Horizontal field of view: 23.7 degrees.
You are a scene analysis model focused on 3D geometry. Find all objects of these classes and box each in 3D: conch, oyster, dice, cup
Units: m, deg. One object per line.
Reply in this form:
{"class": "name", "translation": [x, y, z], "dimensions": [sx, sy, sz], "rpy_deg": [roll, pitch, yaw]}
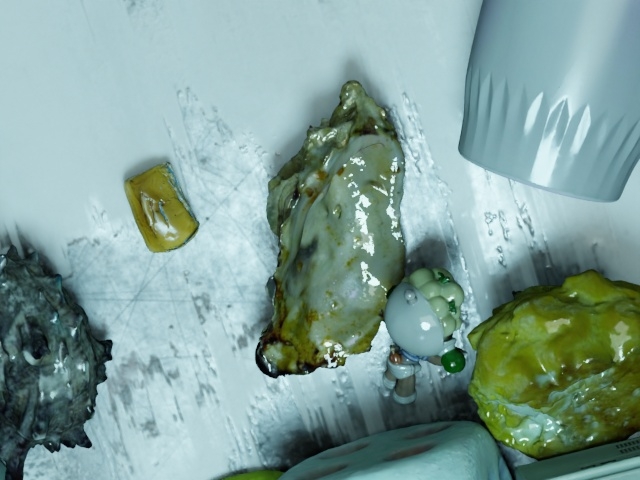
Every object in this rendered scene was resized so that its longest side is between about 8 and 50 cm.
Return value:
{"class": "conch", "translation": [-0.379, 0.150, 1.864], "dimensions": [0.241, 0.186, 0.313], "rpy_deg": [0, 122, 26]}
{"class": "oyster", "translation": [-0.002, -0.010, 1.853], "dimensions": [0.221, 0.096, 0.361], "rpy_deg": [-19, 114, -41]}
{"class": "dice", "translation": [0.104, 0.376, 1.839], "dimensions": [0.262, 0.268, 0.264], "rpy_deg": [-16, 91, 15]}
{"class": "cup", "translation": [0.305, -0.248, 1.755], "dimensions": [0.253, 0.253, 0.371], "rpy_deg": [16, 102, -4]}

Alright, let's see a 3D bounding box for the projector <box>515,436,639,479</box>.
{"class": "projector", "translation": [0.358, 0.371, 1.829], "dimensions": [0.198, 0.108, 0.250], "rpy_deg": [-14, 100, -2]}

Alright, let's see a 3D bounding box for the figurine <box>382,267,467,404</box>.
{"class": "figurine", "translation": [0.124, 0.115, 1.858], "dimensions": [0.093, 0.147, 0.197], "rpy_deg": [-24, 144, -22]}

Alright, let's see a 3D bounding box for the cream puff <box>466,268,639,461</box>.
{"class": "cream puff", "translation": [0.299, 0.140, 1.848], "dimensions": [0.282, 0.185, 0.282], "rpy_deg": [-11, 141, -9]}

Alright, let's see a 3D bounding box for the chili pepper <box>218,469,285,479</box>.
{"class": "chili pepper", "translation": [-0.130, 0.334, 1.970], "dimensions": [0.208, 0.043, 0.049], "rpy_deg": [-20, 126, 7]}

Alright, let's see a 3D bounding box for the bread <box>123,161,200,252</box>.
{"class": "bread", "translation": [-0.197, -0.038, 1.886], "dimensions": [0.072, 0.053, 0.106], "rpy_deg": [-23, 95, 0]}

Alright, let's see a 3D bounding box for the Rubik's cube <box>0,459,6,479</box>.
{"class": "Rubik's cube", "translation": [-0.556, 0.338, 1.836], "dimensions": [0.283, 0.288, 0.293], "rpy_deg": [-40, 97, 7]}

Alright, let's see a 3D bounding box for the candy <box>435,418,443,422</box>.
{"class": "candy", "translation": [0.224, 0.301, 1.970], "dimensions": [0.202, 0.061, 0.061], "rpy_deg": [44, 97, 0]}
